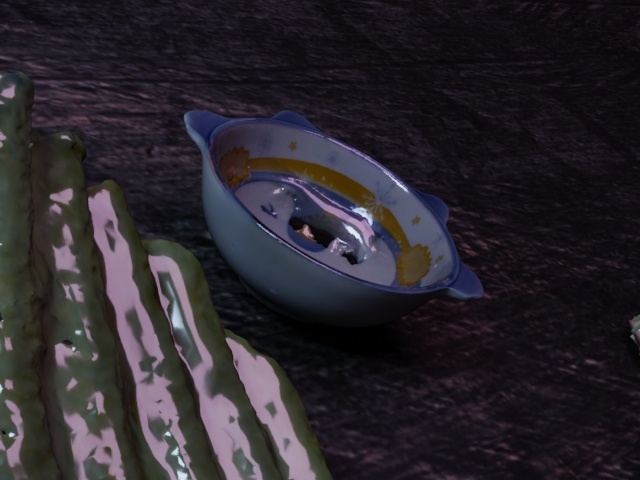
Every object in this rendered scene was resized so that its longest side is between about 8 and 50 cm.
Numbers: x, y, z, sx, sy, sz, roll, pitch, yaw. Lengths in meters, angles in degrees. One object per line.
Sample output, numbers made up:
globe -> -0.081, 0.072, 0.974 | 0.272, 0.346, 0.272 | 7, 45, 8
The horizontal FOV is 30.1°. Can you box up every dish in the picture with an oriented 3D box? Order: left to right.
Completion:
dish -> 0.000, 0.000, 0.892 | 0.236, 0.086, 0.228 | 43, 30, 23

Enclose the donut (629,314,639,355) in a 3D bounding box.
donut -> 0.367, 0.113, 1.082 | 0.166, 0.065, 0.117 | 17, 31, -21

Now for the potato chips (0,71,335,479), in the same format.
potato chips -> -0.100, 0.113, 0.532 | 0.389, 0.097, 0.373 | 57, 32, -2
